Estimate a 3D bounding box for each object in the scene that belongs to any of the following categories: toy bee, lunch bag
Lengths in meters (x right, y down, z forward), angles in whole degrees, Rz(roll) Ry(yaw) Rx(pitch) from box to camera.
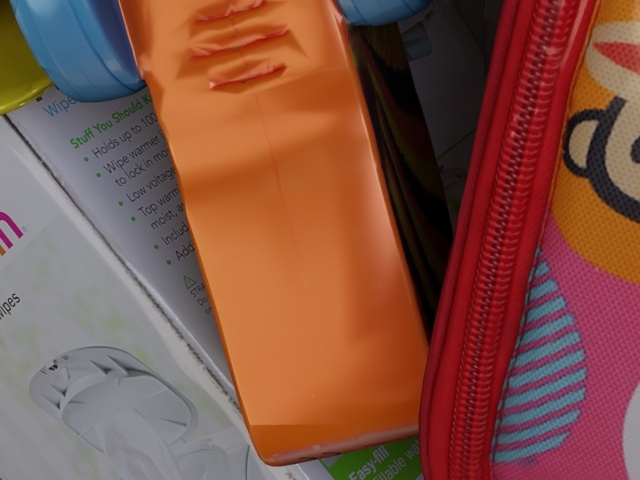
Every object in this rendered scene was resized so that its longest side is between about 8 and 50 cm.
[{"bbox_3d":[-0.011,-0.103,0.504,0.195,0.162,0.298,6,111,7],"label":"toy bee"},{"bbox_3d":[0.145,-0.063,0.459,0.120,0.293,0.258,25,127,23],"label":"lunch bag"}]

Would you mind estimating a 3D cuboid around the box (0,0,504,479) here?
[{"bbox_3d":[0.000,0.000,0.675,0.231,0.262,0.127,50,133,1],"label":"box"}]
